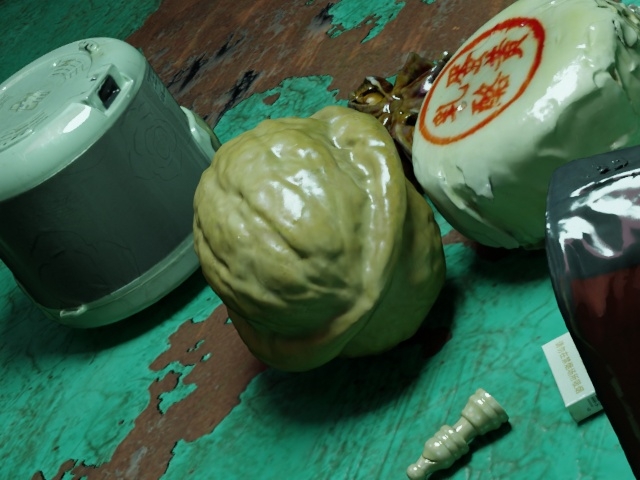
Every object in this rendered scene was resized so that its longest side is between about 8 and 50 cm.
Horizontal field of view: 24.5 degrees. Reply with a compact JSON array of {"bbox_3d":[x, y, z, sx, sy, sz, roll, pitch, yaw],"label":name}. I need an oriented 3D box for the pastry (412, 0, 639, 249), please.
[{"bbox_3d":[0.198,-0.117,1.349,0.265,0.133,0.265,-36,28,23],"label":"pastry"}]

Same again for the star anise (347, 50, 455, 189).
[{"bbox_3d":[0.088,-0.101,1.578,0.214,0.099,0.220,-33,35,43],"label":"star anise"}]

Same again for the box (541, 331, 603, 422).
[{"bbox_3d":[0.260,0.074,1.159,0.167,0.024,0.090,-30,26,10],"label":"box"}]

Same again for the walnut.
[{"bbox_3d":[0.000,0.000,1.349,0.257,0.224,0.257,-33,45,41],"label":"walnut"}]

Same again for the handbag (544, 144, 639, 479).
[{"bbox_3d":[0.262,0.050,0.940,0.181,0.254,0.181,-16,33,21],"label":"handbag"}]

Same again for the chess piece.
[{"bbox_3d":[0.106,0.161,1.180,0.092,0.035,0.035,-42,27,-7],"label":"chess piece"}]

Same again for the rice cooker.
[{"bbox_3d":[-0.256,-0.064,1.689,0.288,0.277,0.288,-26,32,17],"label":"rice cooker"}]
